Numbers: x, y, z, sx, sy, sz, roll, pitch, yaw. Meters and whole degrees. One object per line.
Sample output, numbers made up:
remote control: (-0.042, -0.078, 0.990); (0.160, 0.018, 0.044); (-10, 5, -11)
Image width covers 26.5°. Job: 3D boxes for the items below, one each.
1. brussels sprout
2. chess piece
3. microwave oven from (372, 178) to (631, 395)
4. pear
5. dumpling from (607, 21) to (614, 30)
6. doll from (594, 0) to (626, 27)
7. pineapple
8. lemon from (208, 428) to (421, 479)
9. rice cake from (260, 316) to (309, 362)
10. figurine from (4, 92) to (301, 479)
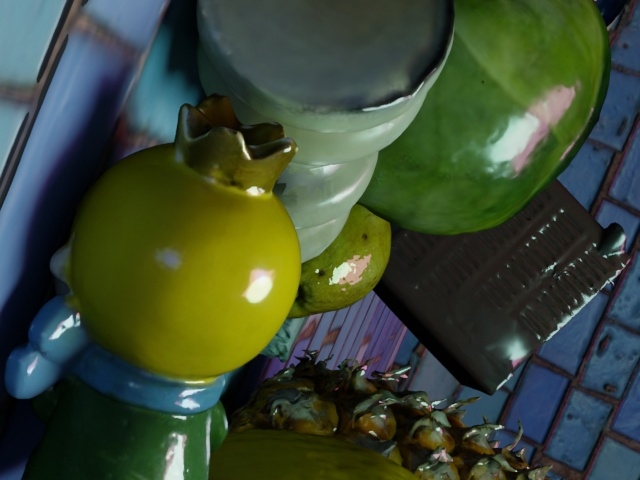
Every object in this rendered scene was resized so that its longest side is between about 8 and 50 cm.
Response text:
brussels sprout: (0.091, -0.119, 0.981); (0.219, 0.210, 0.271); (-63, -174, 8)
chess piece: (-0.012, -0.065, 0.768); (0.133, 0.133, 0.243); (-61, 174, -27)
microwave oven: (0.139, 0.011, 1.217); (0.178, 0.188, 0.247); (-41, 176, -3)
pear: (-0.001, 0.004, 1.026); (0.107, 0.107, 0.131); (104, 7, -47)
dumpling: (0.255, -0.331, 1.500); (0.341, 0.181, 0.260); (26, 71, -58)
doll: (0.182, -0.230, 1.237); (0.198, 0.186, 0.322); (-32, 146, -56)
pineapple: (0.032, 0.268, 1.255); (0.352, 0.300, 0.352); (-53, 169, -15)
lemon: (-0.037, 0.294, 0.865); (0.350, 0.350, 0.387); (-66, -161, -1)
rice cake: (0.000, 0.000, 1.244); (0.189, 0.037, 0.198); (100, 17, -58)
figurine: (-0.078, 0.039, 0.682); (0.185, 0.127, 0.234); (-86, -176, -81)
